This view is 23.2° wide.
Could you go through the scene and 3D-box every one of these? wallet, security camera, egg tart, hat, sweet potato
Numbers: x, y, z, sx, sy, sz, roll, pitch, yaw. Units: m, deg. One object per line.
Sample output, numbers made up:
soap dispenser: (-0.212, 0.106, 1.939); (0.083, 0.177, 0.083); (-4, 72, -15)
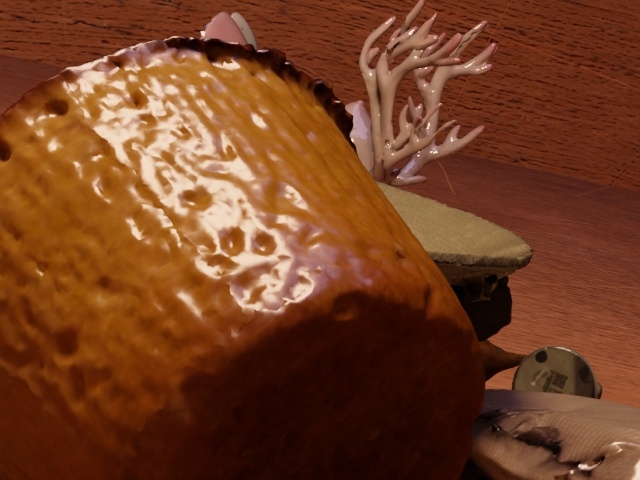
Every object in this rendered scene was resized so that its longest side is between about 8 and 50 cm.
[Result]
wallet: (0.213, 0.137, 0.799); (0.274, 0.068, 0.335); (16, 2, -12)
security camera: (0.157, 0.098, 1.015); (0.058, 0.058, 0.092); (17, -3, 20)
egg tart: (-0.040, 0.042, 0.597); (0.215, 0.215, 0.171); (6, 25, -40)
hat: (-0.019, 0.033, 0.854); (0.257, 0.130, 0.257); (13, 10, -2)
sweet potato: (0.093, 0.076, 1.014); (0.117, 0.049, 0.049); (3, 13, -35)

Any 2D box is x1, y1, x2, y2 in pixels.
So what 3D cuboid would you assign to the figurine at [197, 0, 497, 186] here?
figurine: (0.018, -0.155, 1.704); (0.315, 0.284, 0.206); (26, 12, 5)
